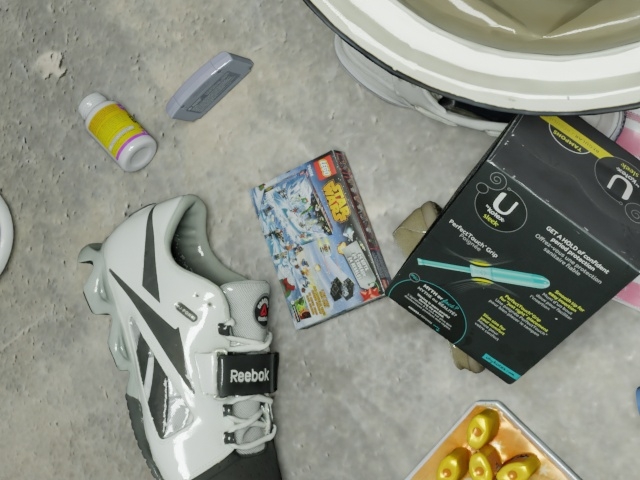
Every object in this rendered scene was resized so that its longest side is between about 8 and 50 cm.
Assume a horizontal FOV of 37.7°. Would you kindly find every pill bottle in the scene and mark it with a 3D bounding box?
[{"bbox_3d":[-0.202,-0.109,0.924,0.083,0.043,0.043,45,106,19],"label":"pill bottle"}]

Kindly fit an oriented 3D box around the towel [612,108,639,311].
[{"bbox_3d":[0.244,-0.053,0.721,0.144,0.029,0.197,26,100,23],"label":"towel"}]

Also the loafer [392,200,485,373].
[{"bbox_3d":[0.100,0.042,0.775,0.050,0.056,0.148,-24,69,24],"label":"loafer"}]

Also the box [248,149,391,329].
[{"bbox_3d":[0.000,0.000,0.835,0.094,0.027,0.137,-24,79,24],"label":"box"}]

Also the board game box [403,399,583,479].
[{"bbox_3d":[0.144,0.397,0.745,0.390,0.050,0.390,44,106,20],"label":"board game box"}]

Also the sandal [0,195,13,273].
[{"bbox_3d":[-0.519,-0.041,1.039,0.416,0.102,0.169,22,98,24],"label":"sandal"}]

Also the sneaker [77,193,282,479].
[{"bbox_3d":[-0.093,0.108,0.824,0.146,0.122,0.330,-34,75,22],"label":"sneaker"}]

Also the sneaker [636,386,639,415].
[{"bbox_3d":[0.314,0.188,0.652,0.090,0.081,0.232,-34,74,28],"label":"sneaker"}]

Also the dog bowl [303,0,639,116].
[{"bbox_3d":[0.153,-0.289,0.579,0.408,0.150,0.408,4,105,14],"label":"dog bowl"}]

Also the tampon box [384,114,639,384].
[{"bbox_3d":[0.145,0.001,0.664,0.120,0.101,0.161,37,139,4],"label":"tampon box"}]

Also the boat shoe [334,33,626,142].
[{"bbox_3d":[0.106,-0.135,0.742,0.267,0.088,0.096,34,103,32],"label":"boat shoe"}]

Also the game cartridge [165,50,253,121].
[{"bbox_3d":[-0.105,-0.143,0.873,0.083,0.056,0.017,-40,81,18],"label":"game cartridge"}]
